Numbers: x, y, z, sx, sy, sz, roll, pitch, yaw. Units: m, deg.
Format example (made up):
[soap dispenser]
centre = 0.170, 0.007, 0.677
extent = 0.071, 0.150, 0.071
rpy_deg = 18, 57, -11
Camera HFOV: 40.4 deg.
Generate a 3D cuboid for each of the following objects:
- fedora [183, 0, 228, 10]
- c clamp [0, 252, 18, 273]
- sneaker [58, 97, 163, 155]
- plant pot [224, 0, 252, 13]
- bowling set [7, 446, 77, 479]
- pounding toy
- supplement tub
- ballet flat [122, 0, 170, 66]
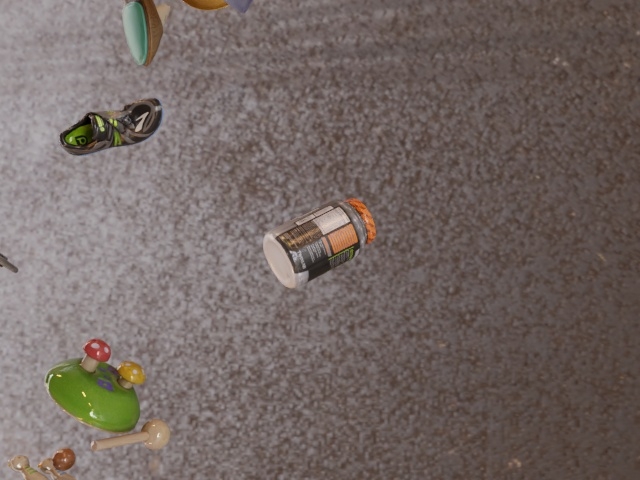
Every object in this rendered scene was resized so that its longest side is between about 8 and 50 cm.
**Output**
[fedora]
centre = -0.254, -0.629, 2.009
extent = 0.079, 0.194, 0.194
rpy_deg = -153, 78, -83
[c clamp]
centre = -0.375, -0.014, 0.868
extent = 0.022, 0.160, 0.137
rpy_deg = -58, 9, -15
[sneaker]
centre = -0.353, -0.189, 1.470
extent = 0.188, 0.078, 0.067
rpy_deg = -19, 90, 2
[plant pot]
centre = -0.166, -0.604, 1.656
extent = 0.236, 0.212, 0.236
rpy_deg = -60, 11, -4
[bowling set]
centre = -0.659, 0.558, 2.056
extent = 0.154, 0.287, 0.200
rpy_deg = 27, 83, 33
[pounding toy]
centre = -0.361, 0.254, 1.517
extent = 0.237, 0.183, 0.110
rpy_deg = 39, 100, 35
[supplement tub]
centre = 0.000, 0.000, 1.607
extent = 0.117, 0.190, 0.117
rpy_deg = 46, 151, 35
[ballet flat]
centre = -0.458, -0.626, 2.233
extent = 0.116, 0.124, 0.342
rpy_deg = 2, 114, 48
